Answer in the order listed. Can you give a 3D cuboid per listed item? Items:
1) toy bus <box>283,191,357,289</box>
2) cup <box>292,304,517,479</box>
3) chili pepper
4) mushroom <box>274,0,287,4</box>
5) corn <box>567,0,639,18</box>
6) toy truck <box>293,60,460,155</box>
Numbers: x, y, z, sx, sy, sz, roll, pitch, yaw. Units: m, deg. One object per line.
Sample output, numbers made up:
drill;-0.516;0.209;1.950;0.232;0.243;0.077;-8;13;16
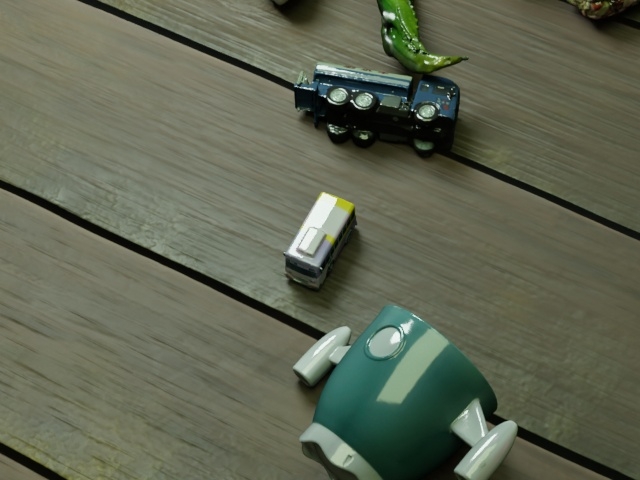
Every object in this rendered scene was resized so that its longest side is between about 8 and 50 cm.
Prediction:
toy bus;0.000;0.000;1.756;0.052;0.058;0.102;23;64;16
cup;0.072;0.185;1.593;0.173;0.167;0.300;-47;41;-15
chili pepper;0.103;-0.329;1.923;0.085;0.076;0.359;1;51;-18
mushroom;-0.041;-0.399;1.964;0.088;0.097;0.212;-3;59;14
corn;0.432;-0.364;1.921;0.280;0.092;0.092;-26;62;-13
toy truck;0.069;-0.166;1.844;0.202;0.074;0.088;10;53;10
